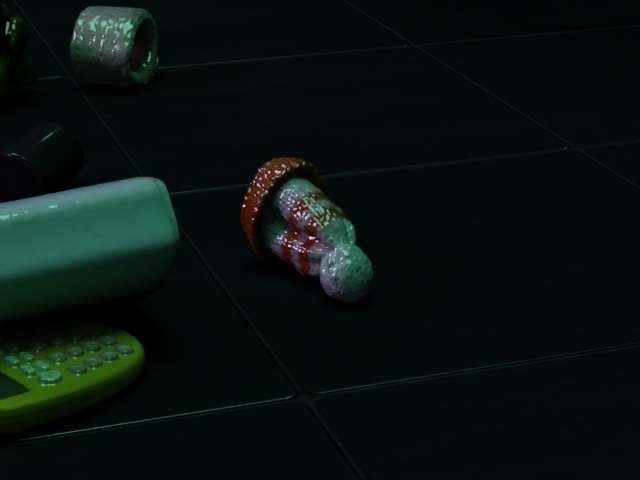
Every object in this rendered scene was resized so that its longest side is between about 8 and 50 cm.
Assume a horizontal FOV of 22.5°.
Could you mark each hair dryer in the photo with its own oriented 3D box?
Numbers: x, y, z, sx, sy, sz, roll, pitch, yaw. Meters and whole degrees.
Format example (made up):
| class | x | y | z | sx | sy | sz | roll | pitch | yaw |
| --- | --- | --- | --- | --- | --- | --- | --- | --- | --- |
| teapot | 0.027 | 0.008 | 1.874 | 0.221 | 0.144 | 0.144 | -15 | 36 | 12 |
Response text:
| class | x | y | z | sx | sy | sz | roll | pitch | yaw |
| --- | --- | --- | --- | --- | --- | --- | --- | --- | --- |
| hair dryer | -0.384 | -0.076 | 1.738 | 0.248 | 0.071 | 0.114 | -2 | 21 | 20 |

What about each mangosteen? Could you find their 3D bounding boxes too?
| class | x | y | z | sx | sy | sz | roll | pitch | yaw |
| --- | --- | --- | --- | --- | --- | --- | --- | --- | --- |
| mangosteen | -0.454 | -0.249 | 2.023 | 0.230 | 0.194 | 0.194 | 20 | 14 | -22 |

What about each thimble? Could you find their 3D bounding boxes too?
| class | x | y | z | sx | sy | sz | roll | pitch | yaw |
| --- | --- | --- | --- | --- | --- | --- | --- | --- | --- |
| thimble | -0.269 | -0.255 | 2.121 | 0.090 | 0.102 | 0.115 | 5 | 51 | 13 |

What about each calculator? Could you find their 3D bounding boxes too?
| class | x | y | z | sx | sy | sz | roll | pitch | yaw |
| --- | --- | --- | --- | --- | --- | --- | --- | --- | --- |
| calculator | -0.247 | 0.110 | 1.284 | 0.235 | 0.032 | 0.146 | -17 | 27 | -39 |

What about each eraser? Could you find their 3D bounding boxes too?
| class | x | y | z | sx | sy | sz | roll | pitch | yaw |
| --- | --- | --- | --- | --- | --- | --- | --- | --- | --- |
| eraser | -0.278 | 0.025 | 1.352 | 0.290 | 0.104 | 0.189 | -12 | -3 | -29 |

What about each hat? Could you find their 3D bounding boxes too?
| class | x | y | z | sx | sy | sz | roll | pitch | yaw |
| --- | --- | --- | --- | --- | --- | --- | --- | --- | --- |
| hat | 0.000 | 0.000 | 1.501 | 0.093 | 0.112 | 0.162 | -38 | 46 | -16 |
